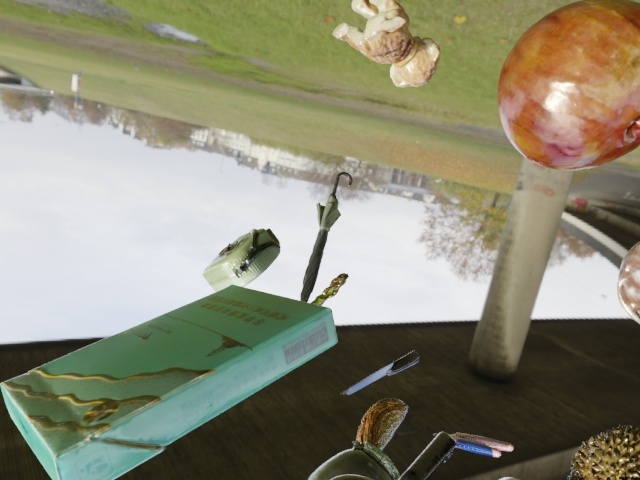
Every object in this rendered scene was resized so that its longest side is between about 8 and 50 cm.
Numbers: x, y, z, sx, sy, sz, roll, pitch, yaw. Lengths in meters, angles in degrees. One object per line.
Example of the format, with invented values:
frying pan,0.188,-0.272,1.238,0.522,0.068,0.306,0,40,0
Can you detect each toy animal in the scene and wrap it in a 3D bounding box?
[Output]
toy animal,0.139,-0.310,0.837,0.185,0.104,0.184,34,-170,-35

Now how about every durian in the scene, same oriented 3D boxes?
durian,0.473,0.360,0.766,0.167,0.196,0.196,-33,163,35

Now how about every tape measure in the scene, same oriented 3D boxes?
tape measure,-0.202,0.033,1.422,0.207,0.115,0.235,-25,-164,47

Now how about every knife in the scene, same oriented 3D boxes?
knife,0.140,0.305,1.177,0.230,0.060,0.028,-19,-124,-27

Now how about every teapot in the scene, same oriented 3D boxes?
teapot,0.131,0.690,1.358,0.321,0.239,0.239,29,-124,34

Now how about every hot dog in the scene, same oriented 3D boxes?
hot dog,0.184,0.611,1.664,0.114,0.175,0.259,28,-139,20

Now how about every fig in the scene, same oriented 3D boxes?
fig,0.293,-0.177,0.590,0.205,0.205,0.205,11,-168,-2

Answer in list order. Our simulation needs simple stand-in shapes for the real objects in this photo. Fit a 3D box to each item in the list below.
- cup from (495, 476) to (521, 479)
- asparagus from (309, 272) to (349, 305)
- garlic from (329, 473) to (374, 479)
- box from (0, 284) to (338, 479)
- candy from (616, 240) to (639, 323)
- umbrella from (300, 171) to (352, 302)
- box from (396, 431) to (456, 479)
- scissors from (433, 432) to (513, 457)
cup,0.192,0.519,0.702,0.371,0.253,0.253,-16,-158,-19
asparagus,-0.051,0.132,0.824,0.025,0.248,0.024,53,178,-1
garlic,0.102,0.561,1.051,0.266,0.128,0.148,1,-134,-1
box,-0.122,0.103,0.428,0.229,0.041,0.162,-23,-162,-39
candy,0.697,0.089,0.923,0.289,0.214,0.157,16,-167,37
umbrella,-0.005,-0.003,0.781,0.044,0.269,0.044,25,151,-9
box,0.080,0.258,0.514,0.027,0.126,0.125,42,-158,23
scissors,0.195,0.266,0.674,0.039,0.012,0.113,-1,174,-39
